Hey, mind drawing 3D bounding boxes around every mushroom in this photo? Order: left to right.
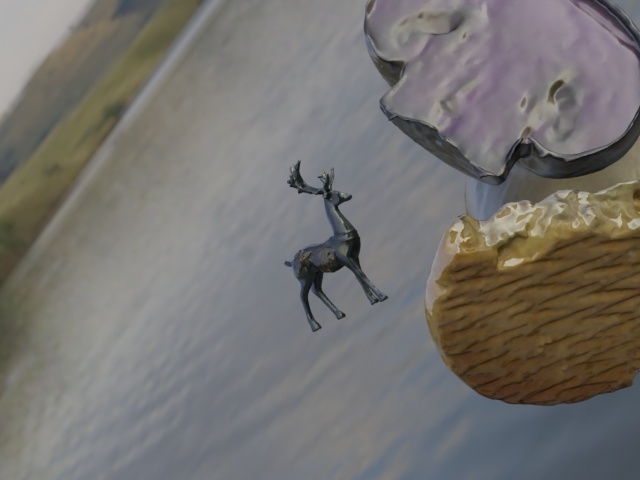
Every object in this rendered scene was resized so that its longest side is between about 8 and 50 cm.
[{"bbox_3d":[0.123,-0.101,1.101,0.141,0.188,0.117,-56,-25,-2],"label":"mushroom"}]

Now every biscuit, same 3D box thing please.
[{"bbox_3d":[0.149,0.028,0.927,0.033,0.224,0.144,-119,30,-42],"label":"biscuit"}]

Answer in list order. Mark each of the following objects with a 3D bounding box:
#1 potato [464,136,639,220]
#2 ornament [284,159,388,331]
[{"bbox_3d":[0.185,-0.061,1.377,0.239,0.116,0.299,-58,11,40],"label":"potato"},{"bbox_3d":[0.000,0.000,1.325,0.073,0.125,0.028,-23,3,27],"label":"ornament"}]
